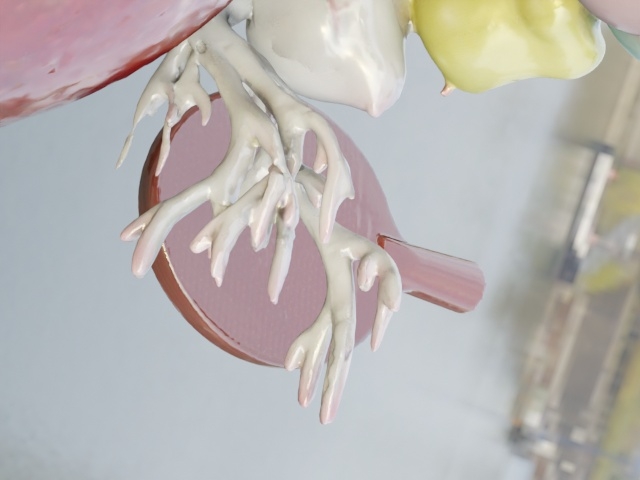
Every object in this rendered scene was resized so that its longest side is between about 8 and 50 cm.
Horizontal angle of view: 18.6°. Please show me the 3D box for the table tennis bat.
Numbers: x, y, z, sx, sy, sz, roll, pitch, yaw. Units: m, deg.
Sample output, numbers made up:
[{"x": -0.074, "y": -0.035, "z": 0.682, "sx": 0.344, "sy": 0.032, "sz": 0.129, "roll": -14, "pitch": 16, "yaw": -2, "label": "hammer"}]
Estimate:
[{"x": 0.000, "y": 0.000, "z": 1.395, "sx": 0.310, "sy": 0.038, "sz": 0.200, "roll": 18, "pitch": 68, "yaw": -39, "label": "table tennis bat"}]

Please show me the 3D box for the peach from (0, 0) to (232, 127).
[{"x": -0.159, "y": -0.241, "z": 0.822, "sx": 0.339, "sy": 0.353, "sz": 0.416, "roll": 57, "pitch": 40, "yaw": -54, "label": "peach"}]

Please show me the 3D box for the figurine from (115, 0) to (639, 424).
[{"x": 0.042, "y": -0.086, "z": 1.019, "sx": 0.206, "sy": 0.315, "sz": 0.284, "roll": 35, "pitch": 44, "yaw": -51, "label": "figurine"}]
